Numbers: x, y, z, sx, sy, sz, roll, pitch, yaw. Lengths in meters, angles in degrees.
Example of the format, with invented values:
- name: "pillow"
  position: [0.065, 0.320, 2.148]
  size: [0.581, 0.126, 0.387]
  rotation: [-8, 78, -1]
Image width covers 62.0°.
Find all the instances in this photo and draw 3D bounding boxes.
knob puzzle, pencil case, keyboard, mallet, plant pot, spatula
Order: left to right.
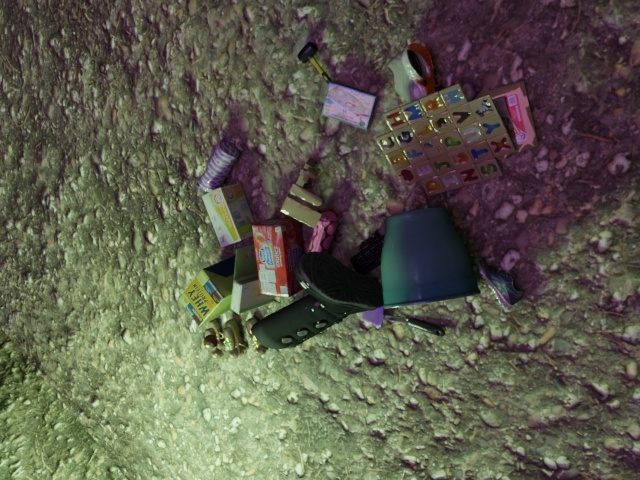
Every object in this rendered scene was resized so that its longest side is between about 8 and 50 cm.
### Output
- name: "pencil case"
  position: [-0.371, -0.265, 1.929]
  size: [0.206, 0.086, 0.088]
  rotation: [-48, 54, 32]
- name: "mallet"
  position: [-0.003, -0.516, 1.643]
  size: [0.062, 0.039, 0.189]
  rotation: [-30, 92, 34]
- name: "pencil case"
  position: [0.000, 0.000, 1.763]
  size: [0.095, 0.098, 0.209]
  rotation: [25, 116, 24]
- name: "keyboard"
  position: [0.164, 0.038, 1.708]
  size: [0.192, 0.038, 0.100]
  rotation: [-38, 83, 34]
- name: "spatula"
  position: [0.260, 0.257, 1.719]
  size: [0.297, 0.030, 0.084]
  rotation: [12, 106, 29]
- name: "plant pot"
  position: [0.291, 0.046, 1.509]
  size: [0.272, 0.272, 0.255]
  rotation: [-14, 82, 35]
- name: "knob puzzle"
  position: [0.461, -0.307, 1.412]
  size: [0.213, 0.030, 0.213]
  rotation: [11, 111, 29]

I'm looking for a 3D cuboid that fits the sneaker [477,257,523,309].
- name: "sneaker"
  position: [0.509, 0.111, 1.506]
  size: [0.076, 0.065, 0.166]
  rotation: [-37, 87, 19]

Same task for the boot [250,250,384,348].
- name: "boot"
  position: [-0.073, 0.216, 1.746]
  size: [0.445, 0.367, 0.146]
  rotation: [-28, 48, 36]

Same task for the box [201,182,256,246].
- name: "box"
  position: [-0.325, -0.094, 1.932]
  size: [0.103, 0.114, 0.203]
  rotation: [-18, 93, 35]

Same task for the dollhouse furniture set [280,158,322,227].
- name: "dollhouse furniture set"
  position: [-0.028, -0.154, 1.721]
  size: [0.123, 0.151, 0.144]
  rotation: [28, 120, -1]

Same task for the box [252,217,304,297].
- name: "box"
  position: [-0.139, 0.055, 1.853]
  size: [0.128, 0.123, 0.256]
  rotation: [3, 106, 32]

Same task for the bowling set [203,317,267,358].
- name: "bowling set"
  position: [-0.377, 0.409, 2.080]
  size: [0.287, 0.200, 0.154]
  rotation: [-7, 102, 38]

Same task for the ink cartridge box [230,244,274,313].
- name: "ink cartridge box"
  position: [-0.232, 0.131, 1.907]
  size: [0.056, 0.171, 0.234]
  rotation: [28, 119, 36]

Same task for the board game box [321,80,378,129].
- name: "board game box"
  position: [0.087, -0.408, 1.608]
  size: [0.154, 0.026, 0.103]
  rotation: [23, 116, 16]

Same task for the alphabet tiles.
- name: "alphabet tiles"
  position: [0.331, -0.262, 1.447]
  size: [0.343, 0.011, 0.285]
  rotation: [-14, 120, 38]

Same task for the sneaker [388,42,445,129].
- name: "sneaker"
  position: [0.274, -0.405, 1.478]
  size: [0.121, 0.099, 0.262]
  rotation: [-2, 114, 60]

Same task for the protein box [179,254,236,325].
- name: "protein box"
  position: [-0.381, 0.185, 2.002]
  size: [0.136, 0.200, 0.201]
  rotation: [51, 125, 10]
